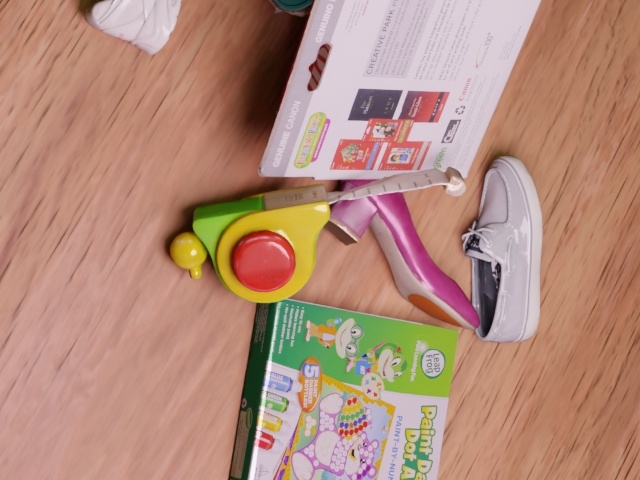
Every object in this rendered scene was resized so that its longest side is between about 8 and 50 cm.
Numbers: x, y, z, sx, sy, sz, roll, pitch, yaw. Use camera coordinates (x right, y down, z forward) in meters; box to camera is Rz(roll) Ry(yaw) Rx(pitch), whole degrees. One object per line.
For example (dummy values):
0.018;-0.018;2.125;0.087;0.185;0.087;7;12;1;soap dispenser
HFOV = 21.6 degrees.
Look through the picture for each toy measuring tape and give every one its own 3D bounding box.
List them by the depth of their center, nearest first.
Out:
0.000;0.000;1.841;0.330;0.121;0.121;-10;95;1;toy measuring tape

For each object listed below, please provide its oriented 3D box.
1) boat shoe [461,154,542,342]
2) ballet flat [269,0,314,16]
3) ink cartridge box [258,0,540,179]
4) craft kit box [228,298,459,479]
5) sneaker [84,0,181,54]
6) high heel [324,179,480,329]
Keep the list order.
0.213;0.013;2.009;0.081;0.079;0.227;-6;95;-32;boat shoe
-0.076;-0.442;1.854;0.147;0.147;0.409;-31;106;-24;ballet flat
0.070;-0.221;1.815;0.272;0.130;0.309;-2;132;-28;ink cartridge box
0.027;0.204;1.926;0.247;0.061;0.249;11;85;-30;craft kit box
-0.193;-0.324;1.798;0.115;0.090;0.232;15;82;-23;sneaker
0.115;0.000;1.964;0.244;0.082;0.117;38;72;-14;high heel
